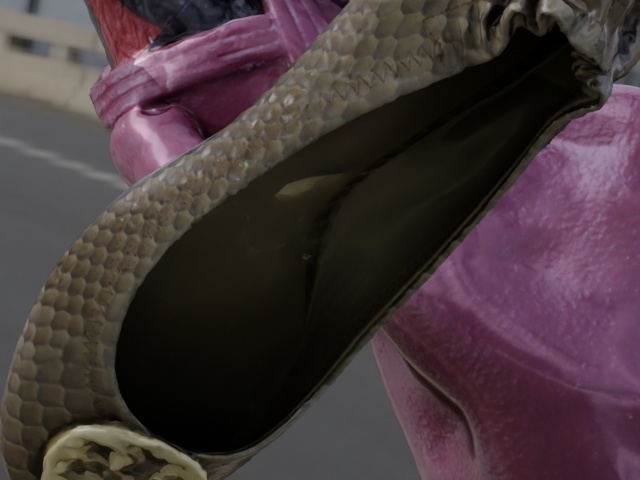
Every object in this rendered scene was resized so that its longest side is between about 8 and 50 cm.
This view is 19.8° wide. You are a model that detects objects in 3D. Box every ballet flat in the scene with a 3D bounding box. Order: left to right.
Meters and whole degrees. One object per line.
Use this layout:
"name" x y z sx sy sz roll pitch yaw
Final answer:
"ballet flat" 0.000 0.000 0.475 0.084 0.250 0.058 28 28 -35

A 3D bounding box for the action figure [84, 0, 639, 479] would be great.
"action figure" 0.024 -0.034 0.752 0.370 0.248 0.276 37 -33 -4
